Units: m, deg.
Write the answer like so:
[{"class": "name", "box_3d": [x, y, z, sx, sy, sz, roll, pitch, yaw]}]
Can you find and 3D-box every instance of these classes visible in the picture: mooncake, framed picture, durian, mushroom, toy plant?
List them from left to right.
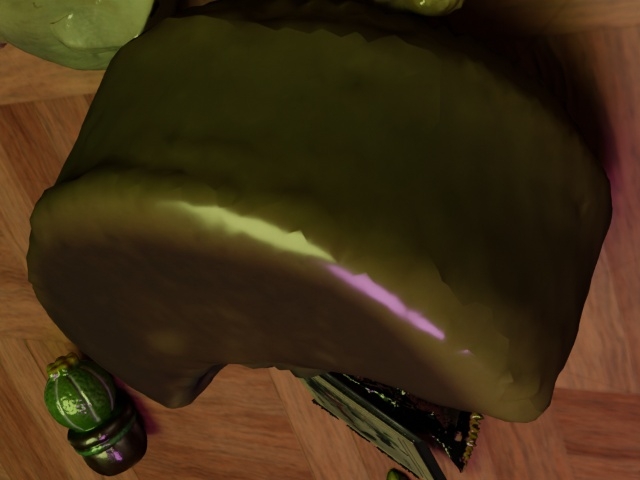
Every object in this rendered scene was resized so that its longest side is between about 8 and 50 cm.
[{"class": "mushroom", "box_3d": [-0.214, -0.199, 0.864, 0.247, 0.096, 0.108, 8, 153, 35]}, {"class": "toy plant", "box_3d": [-0.290, 0.217, 1.255, 0.093, 0.093, 0.162, -13, 112, 41]}, {"class": "mooncake", "box_3d": [0.000, 0.000, 0.742, 0.394, 0.246, 0.393, 18, 157, 1]}, {"class": "framed picture", "box_3d": [0.042, 0.174, 0.951, 0.199, 0.010, 0.195, 32, 165, 29]}, {"class": "durian", "box_3d": [0.084, 0.109, 0.914, 0.186, 0.119, 0.108, 37, 173, 8]}]

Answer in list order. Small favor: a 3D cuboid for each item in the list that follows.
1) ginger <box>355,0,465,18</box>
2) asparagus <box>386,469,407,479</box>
[{"class": "ginger", "box_3d": [0.032, -0.203, 0.673, 0.193, 0.122, 0.115, 4, 146, 41]}, {"class": "asparagus", "box_3d": [0.113, 0.293, 1.077, 0.108, 0.021, 0.025, 43, 136, -1]}]
